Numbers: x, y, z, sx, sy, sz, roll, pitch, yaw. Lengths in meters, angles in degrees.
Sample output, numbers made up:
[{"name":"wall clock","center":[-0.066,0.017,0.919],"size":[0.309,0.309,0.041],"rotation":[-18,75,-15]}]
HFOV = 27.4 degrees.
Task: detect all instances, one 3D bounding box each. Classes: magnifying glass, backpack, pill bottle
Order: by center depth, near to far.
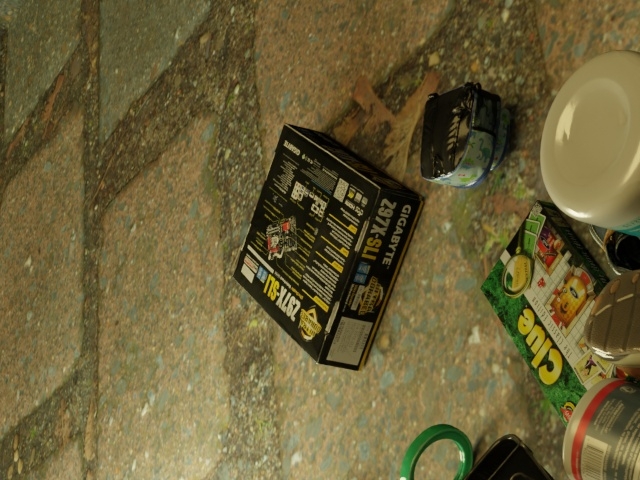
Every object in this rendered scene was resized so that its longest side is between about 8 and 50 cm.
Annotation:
[{"name":"pill bottle","center":[0.330,-0.062,1.125],"size":[0.146,0.264,0.146],"rotation":[-32,52,52]},{"name":"pill bottle","center":[0.316,0.198,1.157],"size":[0.180,0.108,0.108],"rotation":[20,97,42]},{"name":"magnifying glass","center":[0.114,0.323,1.513],"size":[0.026,0.092,0.231],"rotation":[25,97,55]},{"name":"backpack","center":[0.176,-0.121,1.592],"size":[0.105,0.084,0.114],"rotation":[-10,65,59]}]

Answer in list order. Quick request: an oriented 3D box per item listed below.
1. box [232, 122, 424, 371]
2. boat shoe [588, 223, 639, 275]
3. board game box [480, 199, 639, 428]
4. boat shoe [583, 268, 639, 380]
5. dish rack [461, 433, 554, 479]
[{"name":"box","center":[0.000,0.000,1.858],"size":[0.322,0.079,0.257],"rotation":[38,114,58]},{"name":"boat shoe","center":[0.309,-0.004,1.320],"size":[0.183,0.083,0.065],"rotation":[41,114,57]},{"name":"board game box","center":[0.264,0.084,1.421],"size":[0.136,0.030,0.259],"rotation":[-63,33,28]},{"name":"boat shoe","center":[0.379,0.096,1.137],"size":[0.123,0.116,0.324],"rotation":[-54,29,-15]},{"name":"dish rack","center":[0.161,0.300,1.098],"size":[0.208,0.074,0.271],"rotation":[-51,18,2]}]
